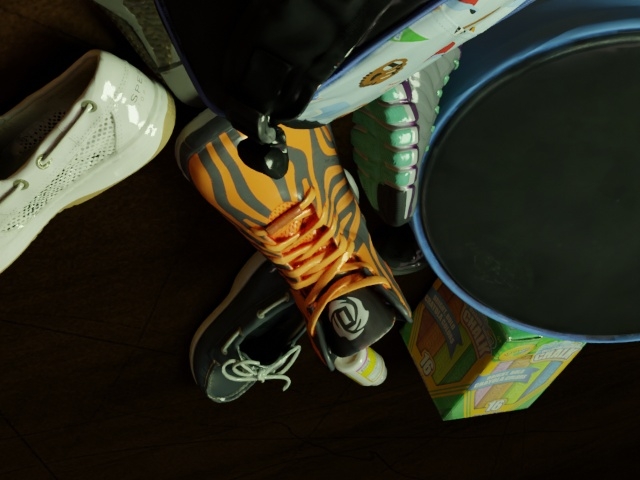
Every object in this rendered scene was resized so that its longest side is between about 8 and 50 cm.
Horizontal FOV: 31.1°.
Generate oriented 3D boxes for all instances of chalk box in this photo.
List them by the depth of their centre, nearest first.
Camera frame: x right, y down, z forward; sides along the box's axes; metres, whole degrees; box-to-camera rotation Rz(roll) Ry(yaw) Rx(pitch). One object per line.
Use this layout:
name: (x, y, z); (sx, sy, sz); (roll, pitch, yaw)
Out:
chalk box: (0.207, 0.087, 1.291); (0.132, 0.132, 0.213); (-3, 141, -29)

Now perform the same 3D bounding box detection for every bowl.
bowl: (0.260, -0.055, 1.019); (0.391, 0.077, 0.391); (3, 133, 3)

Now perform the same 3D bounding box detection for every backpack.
backpack: (0.032, -0.210, 0.635); (0.263, 0.276, 0.213); (-27, 177, 26)

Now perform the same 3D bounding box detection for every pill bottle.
pill bottle: (0.049, 0.146, 1.356); (0.043, 0.043, 0.083); (-31, 147, 12)

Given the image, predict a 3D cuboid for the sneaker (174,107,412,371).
sneaker: (0.000, 0.000, 0.949); (0.125, 0.180, 0.321); (-31, 157, 10)

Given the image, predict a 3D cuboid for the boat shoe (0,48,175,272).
boat shoe: (-0.242, -0.052, 0.853); (0.277, 0.098, 0.096); (-35, 138, 12)

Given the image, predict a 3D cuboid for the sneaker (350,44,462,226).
sneaker: (0.079, -0.116, 0.919); (0.098, 0.083, 0.223); (-20, 126, -20)

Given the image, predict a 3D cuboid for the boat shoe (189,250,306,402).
boat shoe: (-0.063, 0.102, 1.190); (0.095, 0.079, 0.254); (2, 139, -35)

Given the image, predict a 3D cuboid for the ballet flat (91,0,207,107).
ballet flat: (-0.122, -0.184, 0.777); (0.084, 0.058, 0.250); (-29, 142, 5)

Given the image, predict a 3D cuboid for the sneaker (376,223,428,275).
sneaker: (0.131, -0.030, 1.154); (0.170, 0.051, 0.089); (-23, 147, -9)
